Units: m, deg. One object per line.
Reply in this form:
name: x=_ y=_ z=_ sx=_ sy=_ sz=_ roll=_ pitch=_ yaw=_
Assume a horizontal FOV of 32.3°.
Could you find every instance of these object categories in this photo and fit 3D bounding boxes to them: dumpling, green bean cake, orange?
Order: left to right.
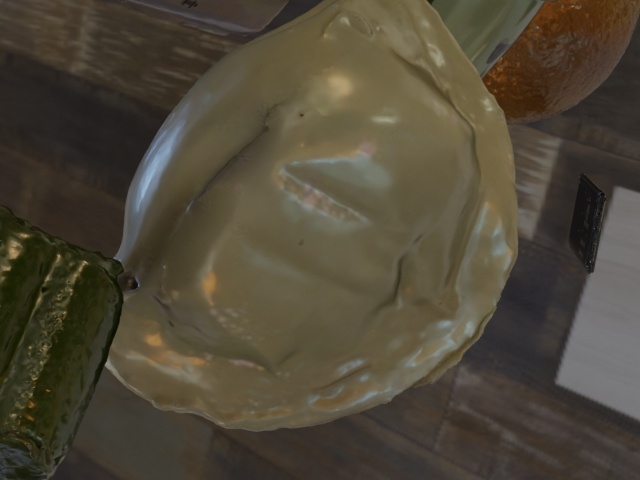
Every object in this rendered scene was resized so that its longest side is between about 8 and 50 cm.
green bean cake: x=-0.275 y=0.070 z=0.720 sx=0.250 sy=0.247 sz=0.156 roll=-45 pitch=26 yaw=56
dumpling: x=0.000 y=0.000 z=0.889 sx=0.315 sy=0.233 sz=0.395 roll=43 pitch=92 yaw=-8
orange: x=0.323 y=-0.345 z=1.744 sx=0.322 sy=0.357 sz=0.322 roll=162 pitch=90 yaw=-79

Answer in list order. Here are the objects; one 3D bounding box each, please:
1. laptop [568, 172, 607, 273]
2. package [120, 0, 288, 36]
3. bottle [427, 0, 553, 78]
laptop: x=0.421 y=-0.030 z=1.753 sx=0.016 sy=0.180 sz=0.129 roll=7 pitch=104 yaw=2
package: x=-0.134 y=-0.302 z=1.245 sx=0.251 sy=0.204 sz=0.062 roll=-13 pitch=67 yaw=54
bottle: x=0.196 y=-0.337 z=1.204 sx=0.351 sy=0.229 sz=0.229 roll=-46 pitch=63 yaw=27
